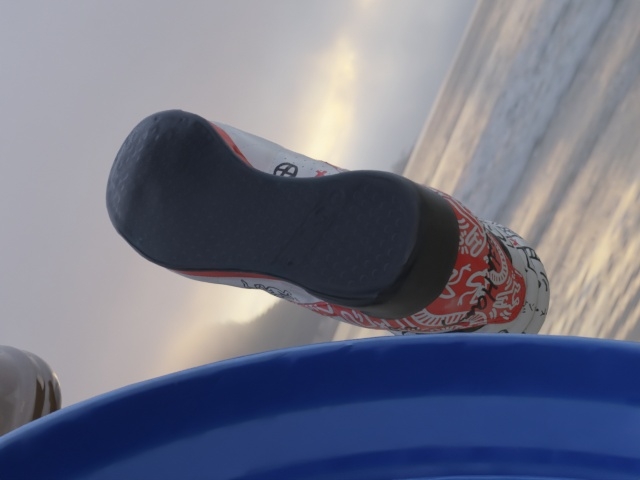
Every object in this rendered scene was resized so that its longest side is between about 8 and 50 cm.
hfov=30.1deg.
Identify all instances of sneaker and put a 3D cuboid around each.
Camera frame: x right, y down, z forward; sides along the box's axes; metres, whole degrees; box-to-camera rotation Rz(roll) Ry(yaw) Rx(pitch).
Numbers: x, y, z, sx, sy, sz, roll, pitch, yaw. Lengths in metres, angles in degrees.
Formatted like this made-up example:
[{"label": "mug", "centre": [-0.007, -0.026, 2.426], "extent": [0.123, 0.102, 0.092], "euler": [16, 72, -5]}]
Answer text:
[{"label": "sneaker", "centre": [0.000, 0.001, 0.672], "extent": [0.145, 0.270, 0.090], "euler": [25, -96, -43]}]

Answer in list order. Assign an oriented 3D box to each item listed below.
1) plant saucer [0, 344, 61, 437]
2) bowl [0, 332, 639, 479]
[{"label": "plant saucer", "centre": [-0.247, 0.149, 0.588], "extent": [0.278, 0.041, 0.278], "euler": [-31, 25, 17]}, {"label": "bowl", "centre": [0.067, 0.128, 0.273], "extent": [0.391, 0.391, 0.077], "euler": [-60, -27, -70]}]
